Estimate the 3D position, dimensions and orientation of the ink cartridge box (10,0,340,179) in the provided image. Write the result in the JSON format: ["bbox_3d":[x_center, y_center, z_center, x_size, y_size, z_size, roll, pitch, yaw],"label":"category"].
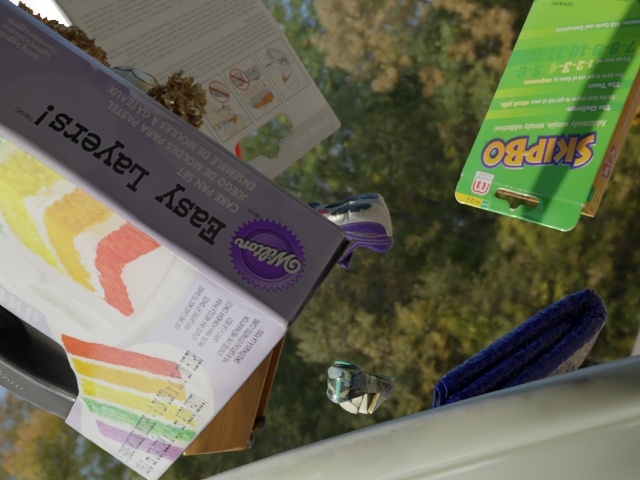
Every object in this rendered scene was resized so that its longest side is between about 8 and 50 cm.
[{"bbox_3d":[-0.177,-0.227,1.304,0.091,0.385,0.308,-29,9,41],"label":"ink cartridge box"}]

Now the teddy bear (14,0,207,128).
[{"bbox_3d":[-0.221,-0.130,0.898,0.338,0.245,0.113,21,-110,-49],"label":"teddy bear"}]

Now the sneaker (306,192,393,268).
[{"bbox_3d":[0.000,0.000,1.137,0.068,0.170,0.071,-39,-64,-48],"label":"sneaker"}]

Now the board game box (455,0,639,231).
[{"bbox_3d":[0.218,-0.135,0.943,0.039,0.124,0.259,35,-103,-51],"label":"board game box"}]

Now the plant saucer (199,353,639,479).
[{"bbox_3d":[0.097,0.148,0.592,0.400,0.400,0.100,50,-157,-74],"label":"plant saucer"}]

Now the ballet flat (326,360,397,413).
[{"bbox_3d":[0.055,0.209,1.499,0.188,0.070,0.070,27,-99,-61],"label":"ballet flat"}]

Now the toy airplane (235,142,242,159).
[{"bbox_3d":[-0.243,0.029,1.371,0.384,0.272,0.386,-58,-13,10],"label":"toy airplane"}]

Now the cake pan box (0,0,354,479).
[{"bbox_3d":[-0.142,0.006,0.564,0.070,0.246,0.267,-55,3,-34],"label":"cake pan box"}]

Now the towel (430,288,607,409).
[{"bbox_3d":[0.203,0.180,1.240,0.228,0.076,0.308,-36,-20,-19],"label":"towel"}]

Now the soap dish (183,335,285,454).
[{"bbox_3d":[-0.114,0.153,1.527,0.229,0.118,0.291,53,-128,-86],"label":"soap dish"}]
